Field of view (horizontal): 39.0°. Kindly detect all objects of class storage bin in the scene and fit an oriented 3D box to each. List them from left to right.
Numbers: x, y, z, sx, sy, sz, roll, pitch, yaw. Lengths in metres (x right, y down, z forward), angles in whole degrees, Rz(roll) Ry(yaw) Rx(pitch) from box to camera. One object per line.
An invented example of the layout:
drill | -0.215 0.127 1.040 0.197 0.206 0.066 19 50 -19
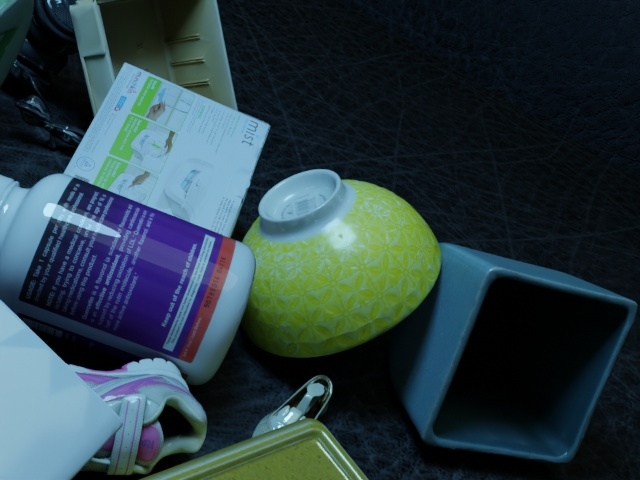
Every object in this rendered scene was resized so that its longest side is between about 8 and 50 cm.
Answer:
storage bin | -0.264 -0.277 1.473 0.123 0.262 0.260 -2 18 24

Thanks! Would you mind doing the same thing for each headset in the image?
headset | -0.432 -0.323 1.493 0.185 0.243 0.394 34 36 -33

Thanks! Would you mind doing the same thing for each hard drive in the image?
hard drive | -0.339 0.185 0.725 0.210 0.040 0.318 45 46 -3

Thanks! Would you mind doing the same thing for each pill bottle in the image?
pill bottle | -0.250 0.036 1.057 0.323 0.181 0.181 22 28 -10

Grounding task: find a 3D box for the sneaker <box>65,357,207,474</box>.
sneaker | -0.214 0.180 0.900 0.252 0.103 0.111 -5 21 -45

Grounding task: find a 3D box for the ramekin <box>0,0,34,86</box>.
ramekin | -0.519 -0.262 1.220 0.148 0.303 0.303 31 27 -9

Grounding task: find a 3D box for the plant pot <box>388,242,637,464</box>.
plant pot | 0.232 0.129 1.270 0.248 0.247 0.252 14 14 -24

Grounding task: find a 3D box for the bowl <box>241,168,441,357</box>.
bowl | 0.000 0.000 1.199 0.290 0.156 0.289 -17 31 11

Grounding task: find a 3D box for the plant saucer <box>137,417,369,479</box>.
plant saucer | -0.032 0.310 0.848 0.333 0.081 0.333 -11 46 -40

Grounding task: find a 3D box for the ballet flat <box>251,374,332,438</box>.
ballet flat | -0.032 0.210 1.090 0.057 0.052 0.168 32 28 8

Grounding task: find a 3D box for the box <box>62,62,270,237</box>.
box | -0.219 -0.084 1.256 0.231 0.126 0.262 22 51 -9
